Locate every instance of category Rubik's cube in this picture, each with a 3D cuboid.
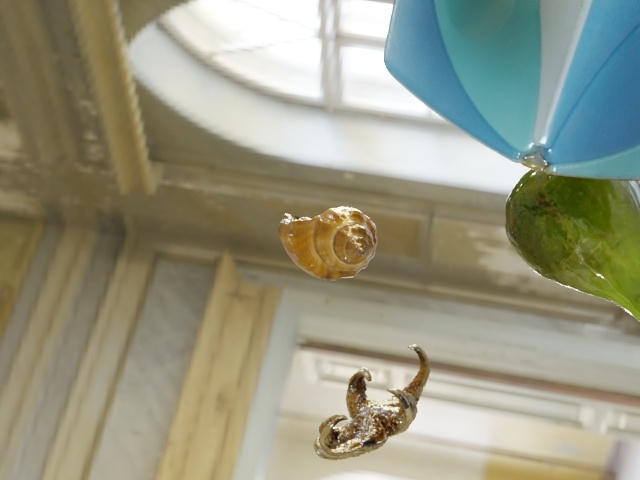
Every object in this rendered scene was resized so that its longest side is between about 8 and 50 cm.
[{"bbox_3d":[0.321,-0.286,1.674,0.347,0.352,0.351,41,125,48],"label":"Rubik's cube"}]

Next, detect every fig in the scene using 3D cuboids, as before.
[{"bbox_3d":[0.388,0.006,1.932,0.206,0.206,0.275,85,160,-60],"label":"fig"}]

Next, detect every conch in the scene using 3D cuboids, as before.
[{"bbox_3d":[0.001,0.005,1.830,0.330,0.109,0.093,-179,73,-73],"label":"conch"}]

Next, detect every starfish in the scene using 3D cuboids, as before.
[{"bbox_3d":[0.062,0.207,1.669,0.074,0.146,0.190,60,-144,-13],"label":"starfish"}]
